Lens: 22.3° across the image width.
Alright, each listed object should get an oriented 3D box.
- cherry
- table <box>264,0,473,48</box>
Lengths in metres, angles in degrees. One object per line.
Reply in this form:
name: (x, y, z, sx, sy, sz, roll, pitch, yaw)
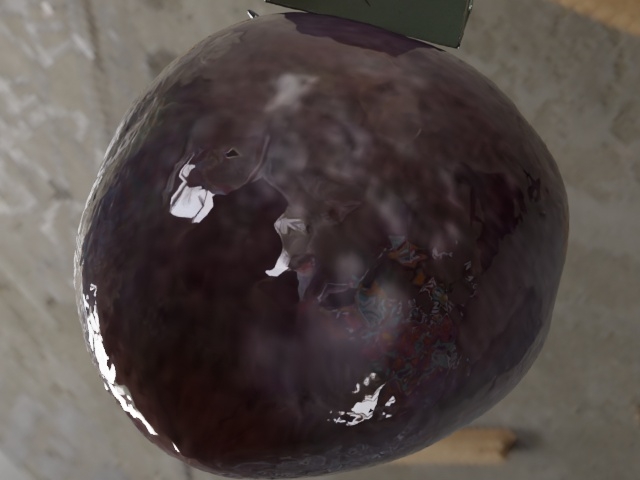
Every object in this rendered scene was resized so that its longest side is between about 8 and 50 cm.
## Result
cherry: (0.000, 0.000, 0.714, 0.213, 0.266, 0.183, 9, 133, 17)
table: (0.049, -0.245, 0.912, 0.122, 0.111, 0.240, 15, 135, 7)
